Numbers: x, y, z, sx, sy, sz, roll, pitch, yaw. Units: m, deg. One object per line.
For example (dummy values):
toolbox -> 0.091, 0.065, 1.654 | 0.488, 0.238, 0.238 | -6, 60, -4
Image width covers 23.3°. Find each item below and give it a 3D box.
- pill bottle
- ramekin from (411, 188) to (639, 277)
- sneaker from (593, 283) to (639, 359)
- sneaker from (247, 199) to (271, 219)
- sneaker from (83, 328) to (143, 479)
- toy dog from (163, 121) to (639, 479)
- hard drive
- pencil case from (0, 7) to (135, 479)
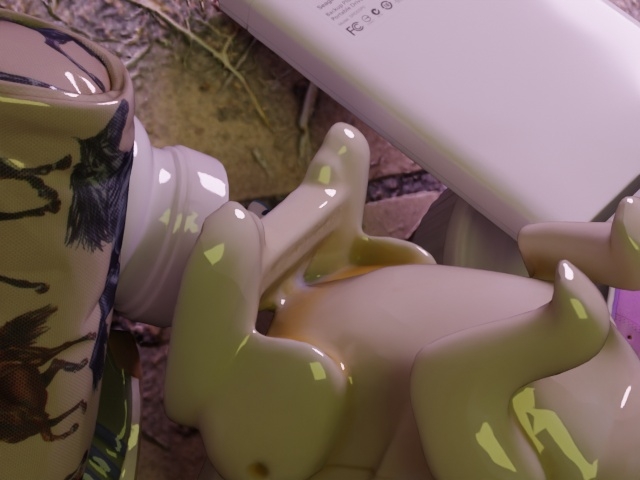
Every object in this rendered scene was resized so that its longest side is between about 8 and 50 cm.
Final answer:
pill bottle -> -0.215, -0.038, 1.079 | 0.278, 0.162, 0.162 | 18, 72, -25
ramekin -> 0.193, 0.043, 1.307 | 0.272, 0.127, 0.273 | 6, 78, -27
sneaker -> 0.269, 0.134, 1.206 | 0.161, 0.102, 0.282 | -1, 70, -25
sneaker -> 0.000, 0.000, 1.253 | 0.144, 0.053, 0.059 | 6, 75, -29
sneaker -> -0.180, 0.156, 1.113 | 0.086, 0.064, 0.192 | 9, 79, -32
toy dog -> 0.116, 0.152, 1.051 | 0.284, 0.407, 0.395 | -27, 135, -67
hard drive -> 0.124, -0.157, 1.259 | 0.353, 0.047, 0.233 | 39, 58, 18
pencil case -> -0.219, 0.051, 0.936 | 0.183, 0.160, 0.410 | 14, 115, 4
